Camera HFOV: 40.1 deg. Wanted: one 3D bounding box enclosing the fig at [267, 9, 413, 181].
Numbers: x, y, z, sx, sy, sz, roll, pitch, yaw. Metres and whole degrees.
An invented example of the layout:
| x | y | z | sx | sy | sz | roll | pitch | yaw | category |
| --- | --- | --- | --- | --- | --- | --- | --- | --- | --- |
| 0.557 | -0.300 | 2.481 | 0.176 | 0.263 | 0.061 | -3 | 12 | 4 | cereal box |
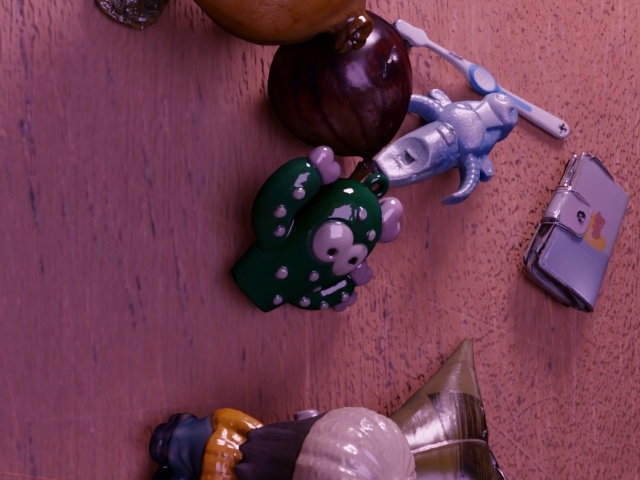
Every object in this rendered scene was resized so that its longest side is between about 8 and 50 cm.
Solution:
| x | y | z | sx | sy | sz | roll | pitch | yaw | category |
| --- | --- | --- | --- | --- | --- | --- | --- | --- | --- |
| 0.049 | -0.181 | 1.189 | 0.204 | 0.186 | 0.249 | -47 | 119 | -40 | fig |

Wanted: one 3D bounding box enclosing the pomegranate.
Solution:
| x | y | z | sx | sy | sz | roll | pitch | yaw | category |
| --- | --- | --- | --- | --- | --- | --- | --- | --- | --- |
| -0.056 | -0.366 | 1.020 | 0.307 | 0.307 | 0.307 | 0 | 90 | -28 | pomegranate |

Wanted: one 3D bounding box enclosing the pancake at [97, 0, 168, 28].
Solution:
| x | y | z | sx | sy | sz | roll | pitch | yaw | category |
| --- | --- | --- | --- | --- | --- | --- | --- | --- | --- |
| -0.241 | -0.322 | 1.118 | 0.108 | 0.017 | 0.108 | 2 | 85 | -29 | pancake |

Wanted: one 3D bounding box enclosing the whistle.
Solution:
| x | y | z | sx | sy | sz | roll | pitch | yaw | category |
| --- | --- | --- | --- | --- | --- | --- | --- | --- | --- |
| 0.192 | -0.150 | 1.310 | 0.269 | 0.093 | 0.180 | -28 | 78 | -25 | whistle |

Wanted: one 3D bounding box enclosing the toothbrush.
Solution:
| x | y | z | sx | sy | sz | roll | pitch | yaw | category |
| --- | --- | --- | --- | --- | --- | --- | --- | --- | --- |
| 0.261 | -0.248 | 1.376 | 0.386 | 0.040 | 0.040 | 23 | 79 | -26 | toothbrush |

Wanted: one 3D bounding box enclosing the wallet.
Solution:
| x | y | z | sx | sy | sz | roll | pitch | yaw | category |
| --- | --- | --- | --- | --- | --- | --- | --- | --- | --- |
| 0.424 | -0.015 | 1.449 | 0.170 | 0.069 | 0.231 | 38 | 67 | -28 | wallet |

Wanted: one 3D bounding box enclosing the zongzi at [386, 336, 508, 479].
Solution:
| x | y | z | sx | sy | sz | roll | pitch | yaw | category |
| --- | --- | --- | --- | --- | --- | --- | --- | --- | --- |
| 0.104 | 0.270 | 1.267 | 0.289 | 0.154 | 0.317 | 9 | 53 | -14 | zongzi |

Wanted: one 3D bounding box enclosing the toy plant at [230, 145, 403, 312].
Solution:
| x | y | z | sx | sy | sz | roll | pitch | yaw | category |
| --- | --- | --- | --- | --- | --- | --- | --- | --- | --- |
| -0.001 | -0.003 | 1.171 | 0.232 | 0.112 | 0.243 | 16 | 113 | -38 | toy plant |

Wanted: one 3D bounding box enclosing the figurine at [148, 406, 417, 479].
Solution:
| x | y | z | sx | sy | sz | roll | pitch | yaw | category |
| --- | --- | --- | --- | --- | --- | --- | --- | --- | --- |
| -0.048 | 0.287 | 1.045 | 0.332 | 0.204 | 0.185 | 0 | 94 | 6 | figurine |
